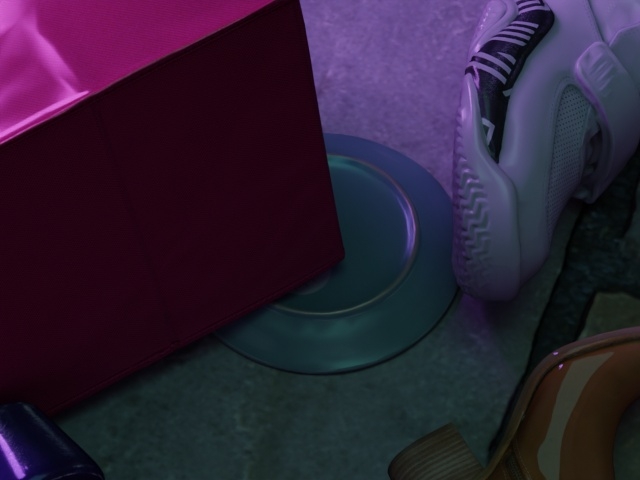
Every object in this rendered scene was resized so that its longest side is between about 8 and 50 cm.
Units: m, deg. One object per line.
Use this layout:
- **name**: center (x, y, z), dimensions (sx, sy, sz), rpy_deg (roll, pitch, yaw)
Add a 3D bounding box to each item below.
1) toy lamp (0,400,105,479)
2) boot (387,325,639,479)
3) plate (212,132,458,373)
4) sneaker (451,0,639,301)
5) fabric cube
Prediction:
- **toy lamp**: center (-0.121, 0.208, 1.079), dimensions (0.080, 0.080, 0.274), rpy_deg (-25, 60, -15)
- **boot**: center (0.155, 0.149, 1.120), dimensions (0.197, 0.073, 0.152), rpy_deg (-32, 60, -5)
- **plate**: center (0.000, 0.000, 1.248), dimensions (0.188, 0.024, 0.188), rpy_deg (0, 56, 0)
- **sneaker**: center (0.208, -0.107, 1.247), dimensions (0.210, 0.137, 0.366), rpy_deg (10, 54, 11)
- **fabric cube**: center (-0.164, -0.086, 1.151), dimensions (0.259, 0.258, 0.254), rpy_deg (-28, 58, -11)
